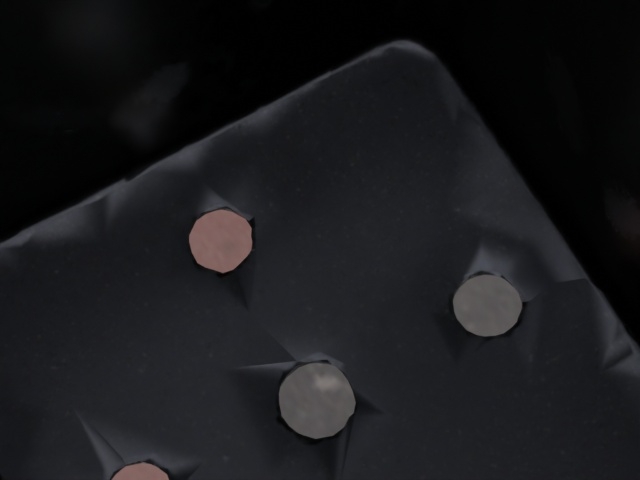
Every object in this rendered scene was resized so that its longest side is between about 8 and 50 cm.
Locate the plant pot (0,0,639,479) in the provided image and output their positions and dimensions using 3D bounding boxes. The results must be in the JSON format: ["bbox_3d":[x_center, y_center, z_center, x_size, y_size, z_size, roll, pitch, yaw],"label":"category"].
[{"bbox_3d":[0.000,0.000,0.295,0.187,0.188,0.167,-29,158,-11],"label":"plant pot"}]
